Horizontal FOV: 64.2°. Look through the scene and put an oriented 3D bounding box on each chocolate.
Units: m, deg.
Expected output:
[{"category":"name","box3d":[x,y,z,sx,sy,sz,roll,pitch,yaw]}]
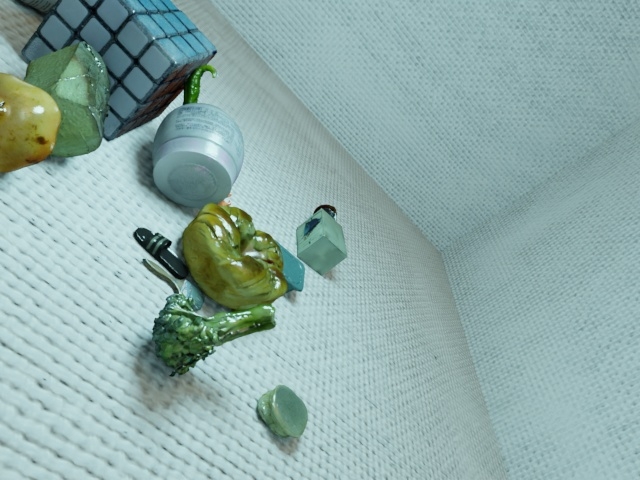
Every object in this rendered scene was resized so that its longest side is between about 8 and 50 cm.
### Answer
[{"category":"chocolate","box3d":[0.028,-0.101,2.339,0.127,0.124,0.133,53,-9,12]}]

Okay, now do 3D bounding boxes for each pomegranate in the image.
[{"category":"pomegranate","box3d":[-0.656,-0.247,1.063,0.209,0.209,0.209,42,24,-24]}]

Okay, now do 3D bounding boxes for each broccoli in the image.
[{"category":"broccoli","box3d":[-0.236,0.185,1.129,0.198,0.274,0.177,89,-14,-73]}]

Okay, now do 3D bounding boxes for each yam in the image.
[{"category":"yam","box3d":[-0.626,-0.336,1.276,0.271,0.202,0.201,-110,179,-48]}]

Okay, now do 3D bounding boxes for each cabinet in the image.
[{"category":"cabinet","box3d":[0.000,0.000,2.081,0.150,0.145,0.206,40,25,-29]}]

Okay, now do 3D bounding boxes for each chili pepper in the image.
[{"category":"chili pepper","box3d":[-0.409,-0.410,1.645,0.085,0.359,0.076,41,49,10]}]

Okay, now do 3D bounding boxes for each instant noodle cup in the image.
[{"category":"instant noodle cup","box3d":[-0.137,0.098,1.759,0.179,0.070,0.157,43,25,-24]}]

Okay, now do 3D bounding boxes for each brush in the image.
[{"category":"brush","box3d":[-0.382,0.108,1.324,0.196,0.021,0.070,41,25,-21]}]

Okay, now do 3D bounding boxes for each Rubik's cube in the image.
[{"category":"Rubik's cube","box3d":[-0.577,-0.559,1.517,0.337,0.344,0.344,46,22,-14]}]

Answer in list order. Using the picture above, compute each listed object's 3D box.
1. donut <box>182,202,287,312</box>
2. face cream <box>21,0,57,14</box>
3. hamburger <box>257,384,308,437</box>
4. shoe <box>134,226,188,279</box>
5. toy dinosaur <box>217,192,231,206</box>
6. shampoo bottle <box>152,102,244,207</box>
[{"category":"donut","box3d":[-0.242,0.051,1.491,0.360,0.170,0.360,43,21,-22]},{"category":"face cream","box3d":[-0.792,-0.765,1.670,0.369,0.145,0.145,14,44,-57]},{"category":"hamburger","box3d":[-0.095,0.444,1.323,0.140,0.062,0.133,51,25,-9]},{"category":"shoe","box3d":[-0.409,0.023,1.355,0.179,0.049,0.071,48,21,-11]},{"category":"toy dinosaur","box3d":[-0.361,-0.169,1.736,0.101,0.055,0.279,-26,81,-45]},{"category":"shampoo bottle","box3d":[-0.374,-0.261,1.564,0.273,0.273,0.266,36,39,-35]}]
